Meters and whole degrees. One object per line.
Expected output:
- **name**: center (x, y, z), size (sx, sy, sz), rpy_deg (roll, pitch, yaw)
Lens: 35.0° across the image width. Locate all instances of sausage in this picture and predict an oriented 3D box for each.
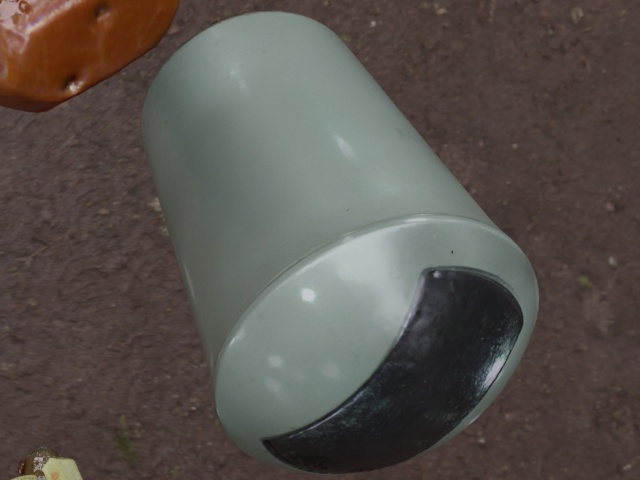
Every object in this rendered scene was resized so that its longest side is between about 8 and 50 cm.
- **sausage**: center (-0.251, -0.230, 1.000), size (0.268, 0.141, 0.153), rpy_deg (-42, 146, -37)

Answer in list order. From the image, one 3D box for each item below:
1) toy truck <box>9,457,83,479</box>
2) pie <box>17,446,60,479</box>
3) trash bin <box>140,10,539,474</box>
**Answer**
- **toy truck**: center (-0.298, 0.382, 1.159), size (0.124, 0.272, 0.157), rpy_deg (19, 117, -46)
- **pie**: center (-0.416, 0.471, 1.480), size (0.105, 0.274, 0.257), rpy_deg (11, 117, -27)
- **trash bin**: center (0.000, 0.000, 0.923), size (0.280, 0.432, 0.280), rpy_deg (-13, 134, -14)
